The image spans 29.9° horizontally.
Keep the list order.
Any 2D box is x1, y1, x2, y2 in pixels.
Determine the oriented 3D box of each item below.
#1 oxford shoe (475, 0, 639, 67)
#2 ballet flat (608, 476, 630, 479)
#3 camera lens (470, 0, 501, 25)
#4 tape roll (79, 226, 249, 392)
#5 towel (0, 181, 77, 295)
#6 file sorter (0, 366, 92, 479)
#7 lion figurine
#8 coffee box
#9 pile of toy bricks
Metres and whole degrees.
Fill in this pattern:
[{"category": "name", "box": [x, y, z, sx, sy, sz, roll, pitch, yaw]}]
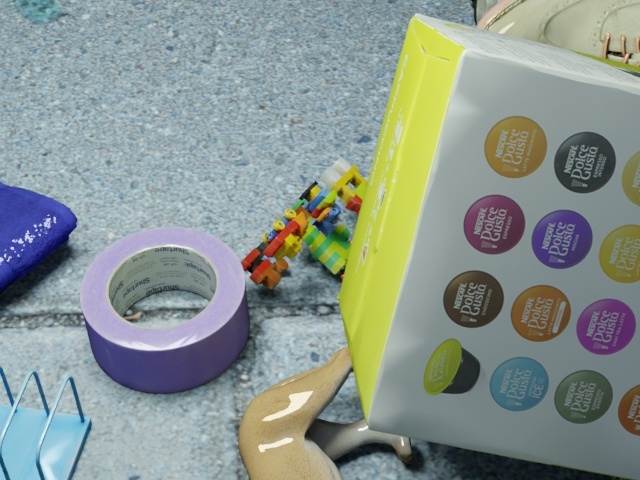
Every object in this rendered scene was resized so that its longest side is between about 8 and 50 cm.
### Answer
[{"category": "oxford shoe", "box": [0.392, -0.266, 1.503, 0.397, 0.140, 0.146, -13, 46, 0]}, {"category": "ballet flat", "box": [0.501, 0.205, 1.121, 0.482, 0.164, 0.182, -16, 53, 11]}, {"category": "camera lens", "box": [0.364, -0.376, 1.706, 0.274, 0.219, 0.219, 14, 48, 14]}, {"category": "tape roll", "box": [-0.178, 0.078, 1.382, 0.189, 0.080, 0.189, 0, 45, 0]}, {"category": "towel", "box": [-0.468, 0.037, 1.440, 0.227, 0.076, 0.308, 22, 51, 30]}, {"category": "file sorter", "box": [-0.346, 0.197, 1.254, 0.170, 0.104, 0.118, 6, 46, 8]}, {"category": "lion figurine", "box": [-0.019, 0.252, 1.195, 0.240, 0.142, 0.392, -11, 32, 2]}, {"category": "coffee box", "box": [0.219, -0.006, 1.148, 0.334, 0.338, 0.338, 12, 15, -7]}, {"category": "pile of toy bricks", "box": [0.000, 0.000, 1.453, 0.105, 0.118, 0.212, 42, 38, 1]}]
